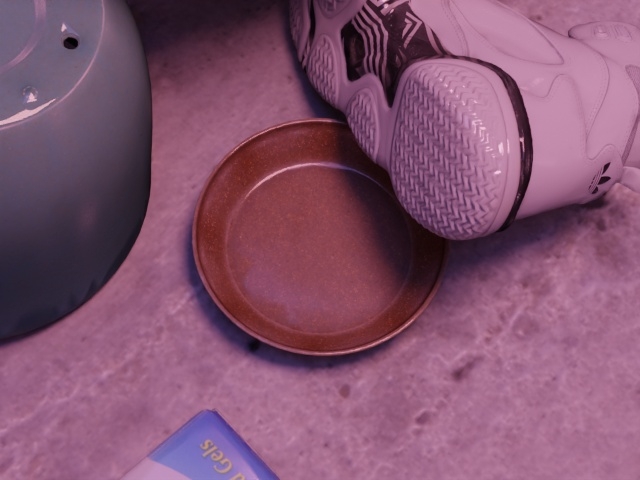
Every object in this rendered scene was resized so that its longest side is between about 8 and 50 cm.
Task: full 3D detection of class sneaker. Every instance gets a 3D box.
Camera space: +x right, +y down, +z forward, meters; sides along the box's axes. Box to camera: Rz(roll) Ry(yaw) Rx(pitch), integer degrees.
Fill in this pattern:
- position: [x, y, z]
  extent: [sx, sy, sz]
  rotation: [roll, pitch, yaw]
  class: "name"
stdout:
- position: [0.119, -0.144, 0.993]
  extent: [0.210, 0.137, 0.365]
  rotation: [-3, 44, -27]
  class: "sneaker"

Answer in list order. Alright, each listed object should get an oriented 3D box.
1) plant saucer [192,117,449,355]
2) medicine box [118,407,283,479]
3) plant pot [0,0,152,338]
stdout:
- position: [0.000, 0.000, 0.977]
  extent: [0.199, 0.036, 0.198]
  rotation: [1, 66, -3]
  class: "plant saucer"
- position: [-0.090, 0.305, 0.784]
  extent: [0.289, 0.149, 0.263]
  rotation: [-40, 75, -18]
  class: "medicine box"
- position: [-0.252, -0.102, 0.872]
  extent: [0.293, 0.235, 0.293]
  rotation: [5, 67, -12]
  class: "plant pot"
